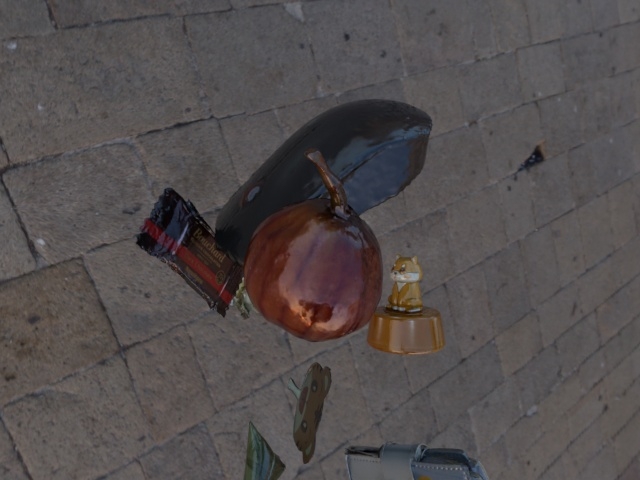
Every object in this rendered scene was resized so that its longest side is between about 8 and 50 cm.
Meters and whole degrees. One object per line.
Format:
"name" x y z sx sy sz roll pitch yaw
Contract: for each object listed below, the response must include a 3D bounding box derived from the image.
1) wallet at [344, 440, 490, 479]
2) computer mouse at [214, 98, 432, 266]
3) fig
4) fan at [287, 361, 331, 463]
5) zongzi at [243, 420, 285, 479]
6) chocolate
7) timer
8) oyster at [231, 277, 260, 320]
"wallet" 0.130 0.354 0.633 0.069 0.230 0.170 -20 91 -47
"computer mouse" -0.006 -0.086 0.555 0.295 0.168 0.087 -33 124 -8
"fig" -0.005 0.009 0.412 0.128 0.128 0.151 5 86 -33
"fan" -0.030 0.281 0.837 0.008 0.226 0.153 17 83 -15
"zongzi" -0.121 0.397 0.840 0.113 0.052 0.104 61 29 -8
"chocolate" -0.149 0.021 0.580 0.182 0.028 0.086 57 45 -50
"timer" 0.143 0.099 0.800 0.132 0.132 0.152 -3 94 -33
"oyster" -0.117 0.048 0.859 0.158 0.351 0.162 -38 91 -22
